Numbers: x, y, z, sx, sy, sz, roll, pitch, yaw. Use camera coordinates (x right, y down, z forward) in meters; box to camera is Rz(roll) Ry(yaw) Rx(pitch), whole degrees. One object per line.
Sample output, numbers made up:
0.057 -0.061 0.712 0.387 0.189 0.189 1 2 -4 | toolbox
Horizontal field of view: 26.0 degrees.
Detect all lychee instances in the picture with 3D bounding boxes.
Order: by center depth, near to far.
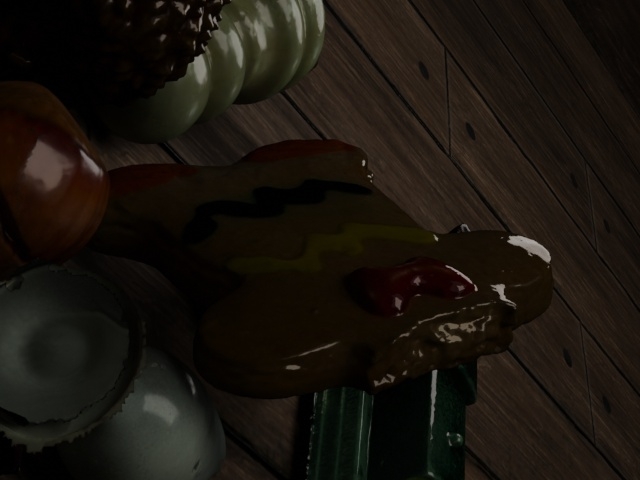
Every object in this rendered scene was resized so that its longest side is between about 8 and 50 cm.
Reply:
-0.207 -0.253 1.262 0.267 0.267 0.267 44 34 -40 | lychee

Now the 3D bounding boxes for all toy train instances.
0.082 0.206 1.570 0.138 0.178 0.330 51 28 -32 | toy train

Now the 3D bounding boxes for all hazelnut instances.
-0.266 -0.044 1.119 0.182 0.182 0.182 44 34 -40 | hazelnut

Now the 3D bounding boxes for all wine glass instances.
-0.165 0.133 1.095 0.321 0.143 0.143 69 9 -67 | wine glass

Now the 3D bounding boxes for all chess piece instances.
-0.134 -0.205 1.508 0.182 0.182 0.330 63 30 -10 | chess piece

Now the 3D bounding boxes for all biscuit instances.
0.000 0.000 1.275 0.368 0.394 0.076 -12 122 -29 | biscuit

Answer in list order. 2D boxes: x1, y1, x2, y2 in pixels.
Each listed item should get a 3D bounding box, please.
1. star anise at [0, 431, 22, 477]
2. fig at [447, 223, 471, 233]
-0.278 0.123 1.065 0.168 0.057 0.167 46 33 -43 | star anise
0.004 0.026 1.467 0.191 0.290 0.190 22 47 -26 | fig
